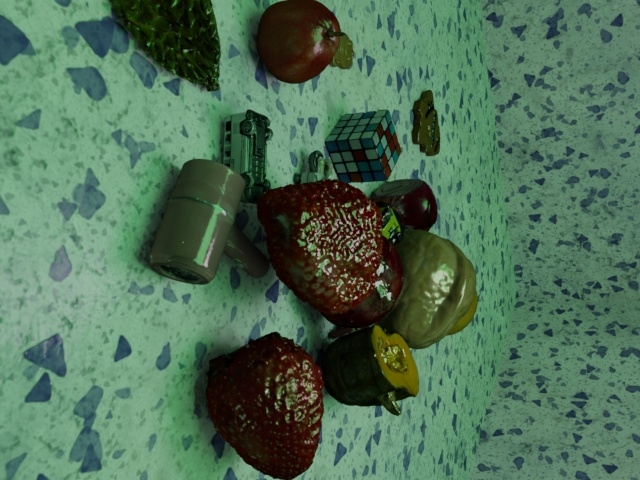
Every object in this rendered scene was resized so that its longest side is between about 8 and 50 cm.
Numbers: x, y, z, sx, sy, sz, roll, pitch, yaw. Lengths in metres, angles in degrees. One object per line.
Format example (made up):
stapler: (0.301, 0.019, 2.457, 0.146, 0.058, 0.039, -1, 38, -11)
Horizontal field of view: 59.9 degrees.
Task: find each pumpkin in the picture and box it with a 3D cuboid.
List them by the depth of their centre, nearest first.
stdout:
pumpkin: (0.127, 0.377, 1.523, 0.325, 0.232, 0.242, 34, 34, -53)

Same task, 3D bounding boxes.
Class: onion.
onion: (0.093, 0.100, 1.463, 0.276, 0.276, 0.276, -1, 91, -60)
onion: (0.288, -0.090, 1.843, 0.216, 0.206, 0.206, -47, 130, -49)

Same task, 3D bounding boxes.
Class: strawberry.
strawberry: (-0.095, 0.343, 1.139, 0.250, 0.239, 0.288, -1, 67, -50)
strawberry: (0.000, 0.000, 1.183, 0.312, 0.267, 0.351, 68, 15, 18)

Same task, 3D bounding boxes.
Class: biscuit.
biscuit: (0.051, -0.561, 1.610, 0.184, 0.027, 0.133, 33, 61, -56)
biscuit: (0.449, -0.462, 2.284, 0.301, 0.043, 0.278, 46, 52, -51)

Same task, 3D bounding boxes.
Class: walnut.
walnut: (0.304, 0.153, 1.739, 0.381, 0.381, 0.381, -1, 91, -60)

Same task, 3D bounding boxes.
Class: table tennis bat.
table tennis bat: (0.101, 0.249, 1.609, 0.155, 0.019, 0.098, -19, 115, -13)

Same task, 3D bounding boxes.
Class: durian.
durian: (-0.277, -0.434, 1.001, 0.394, 0.163, 0.198, 64, 0, -44)

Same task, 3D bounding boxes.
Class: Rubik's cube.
Rubik's cube: (0.127, -0.272, 1.615, 0.155, 0.154, 0.151, -62, 139, -40)

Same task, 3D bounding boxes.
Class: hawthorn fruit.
hawthorn fruit: (-0.033, -0.458, 1.269, 0.197, 0.226, 0.196, -8, 101, -47)

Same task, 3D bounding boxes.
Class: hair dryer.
hair dryer: (-0.188, 0.017, 1.122, 0.352, 0.125, 0.210, 51, 48, -57)

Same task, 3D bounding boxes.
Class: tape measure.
tape measure: (0.143, -0.033, 1.609, 0.112, 0.199, 0.186, -54, 138, -19)

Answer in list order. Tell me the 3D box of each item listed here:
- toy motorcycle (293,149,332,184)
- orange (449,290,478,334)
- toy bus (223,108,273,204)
toy motorcycle: (-0.007, -0.118, 1.466, 0.151, 0.074, 0.228, 34, 60, -58)
orange: (0.453, 0.223, 2.082, 0.274, 0.274, 0.274, -1, 91, -60)
toy bus: (-0.160, -0.173, 1.180, 0.087, 0.089, 0.193, 3, 88, -62)
